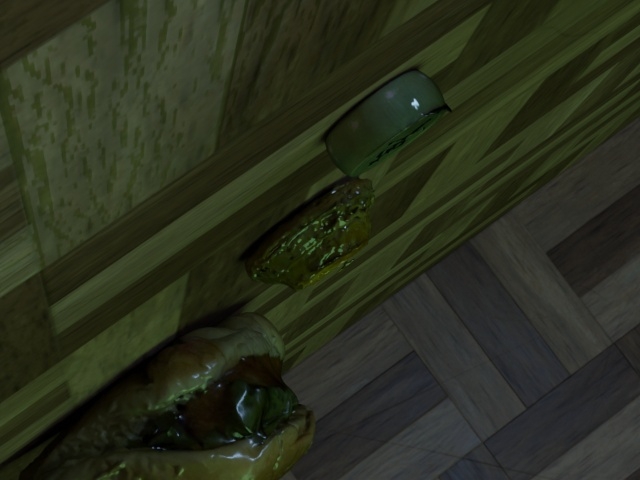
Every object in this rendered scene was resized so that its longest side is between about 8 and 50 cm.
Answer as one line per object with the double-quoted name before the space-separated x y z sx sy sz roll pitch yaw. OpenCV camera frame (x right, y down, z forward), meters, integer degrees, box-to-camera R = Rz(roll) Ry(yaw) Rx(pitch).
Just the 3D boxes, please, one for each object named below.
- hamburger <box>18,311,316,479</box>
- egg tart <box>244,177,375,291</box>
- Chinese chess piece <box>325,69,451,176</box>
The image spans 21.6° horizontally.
"hamburger" -0.112 0.179 1.573 0.330 0.162 0.209 -23 168 -47
"egg tart" 0.000 0.000 1.349 0.130 0.052 0.130 -37 171 -7
"Chinese chess piece" 0.043 -0.074 1.087 0.084 0.034 0.084 -35 174 -4
